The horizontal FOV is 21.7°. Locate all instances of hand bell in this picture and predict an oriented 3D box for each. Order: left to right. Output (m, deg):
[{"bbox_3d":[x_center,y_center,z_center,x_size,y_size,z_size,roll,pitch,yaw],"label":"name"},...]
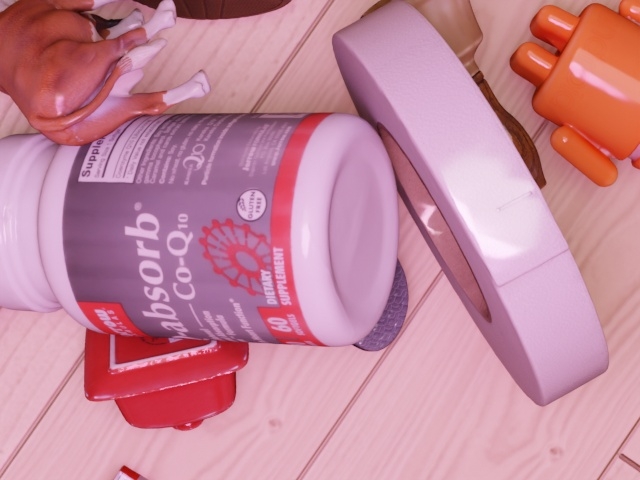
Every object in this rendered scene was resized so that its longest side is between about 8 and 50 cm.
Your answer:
[{"bbox_3d":[0.156,-0.153,1.666,0.126,0.126,0.242,-34,102,-2],"label":"hand bell"}]

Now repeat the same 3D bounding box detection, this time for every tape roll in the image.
[{"bbox_3d":[0.132,-0.032,1.502,0.072,0.392,0.392,-29,89,-1],"label":"tape roll"}]

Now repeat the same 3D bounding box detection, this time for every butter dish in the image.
[{"bbox_3d":[-0.141,0.132,1.629,0.160,0.160,0.118,-13,119,0],"label":"butter dish"}]

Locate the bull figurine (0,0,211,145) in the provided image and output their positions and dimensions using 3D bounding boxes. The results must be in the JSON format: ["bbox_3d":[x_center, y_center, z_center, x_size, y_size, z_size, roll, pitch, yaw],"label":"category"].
[{"bbox_3d":[-0.237,-0.179,1.552,0.188,0.310,0.101,-24,128,-15],"label":"bull figurine"}]

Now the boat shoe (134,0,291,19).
[{"bbox_3d":[-0.171,-0.290,1.650,0.302,0.109,0.098,7,69,4],"label":"boat shoe"}]

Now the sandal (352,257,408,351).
[{"bbox_3d":[0.000,-0.001,1.674,0.097,0.054,0.254,-35,79,-9],"label":"sandal"}]

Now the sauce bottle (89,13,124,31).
[{"bbox_3d":[-0.247,-0.207,1.675,0.128,0.042,0.042,-5,88,1],"label":"sauce bottle"}]

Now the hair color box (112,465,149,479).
[{"bbox_3d":[-0.203,0.318,1.653,0.093,0.053,0.167,32,89,-1],"label":"hair color box"}]

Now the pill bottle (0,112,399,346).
[{"bbox_3d":[-0.128,-0.013,1.543,0.363,0.210,0.210,1,88,24],"label":"pill bottle"}]

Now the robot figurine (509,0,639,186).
[{"bbox_3d":[0.295,-0.147,1.641,0.219,0.128,0.158,29,48,0],"label":"robot figurine"}]
